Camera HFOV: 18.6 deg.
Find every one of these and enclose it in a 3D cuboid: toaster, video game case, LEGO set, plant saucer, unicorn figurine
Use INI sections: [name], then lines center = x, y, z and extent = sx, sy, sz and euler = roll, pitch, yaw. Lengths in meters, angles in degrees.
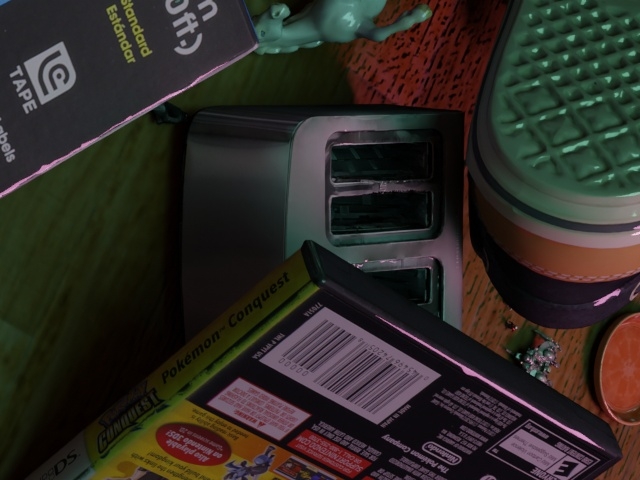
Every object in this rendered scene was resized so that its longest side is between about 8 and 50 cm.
[toaster]
center = 0.000, 0.000, 1.152
extent = 0.186, 0.110, 0.168
euler = -4, 96, -41
[video game case]
center = -0.002, 0.136, 1.108
extent = 0.248, 0.035, 0.275
euler = -40, 133, 21
[LEGO set]
center = 0.149, 0.076, 1.350
extent = 0.054, 0.023, 0.083
euler = -40, 119, -32
[plant saucer]
center = 0.228, 0.093, 1.428
extent = 0.083, 0.013, 0.083
euler = -5, 97, -40
[unicorn figurine]
center = 0.020, -0.150, 1.172
extent = 0.162, 0.111, 0.060
euler = -36, 108, -49

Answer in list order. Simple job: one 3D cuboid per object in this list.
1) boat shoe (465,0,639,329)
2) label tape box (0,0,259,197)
[boat shoe]
center = 0.205, -0.142, 1.259
extent = 0.156, 0.187, 0.500
euler = 94, 16, -47
[label tape box]
center = -0.145, -0.184, 0.977
extent = 0.348, 0.115, 0.249
euler = -32, 115, -24
